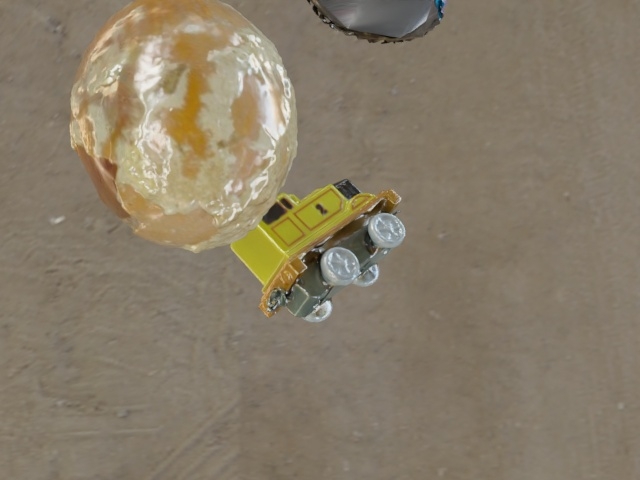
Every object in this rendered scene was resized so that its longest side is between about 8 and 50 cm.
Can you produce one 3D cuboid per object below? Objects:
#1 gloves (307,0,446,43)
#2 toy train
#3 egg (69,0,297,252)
[{"bbox_3d":[-0.018,-0.234,0.840,0.135,0.312,0.210,-50,132,5],"label":"gloves"},{"bbox_3d":[0.000,0.000,1.410,0.127,0.089,0.219,46,49,10],"label":"toy train"},{"bbox_3d":[-0.116,-0.104,1.146,0.195,0.195,0.233,-7,66,-30],"label":"egg"}]
